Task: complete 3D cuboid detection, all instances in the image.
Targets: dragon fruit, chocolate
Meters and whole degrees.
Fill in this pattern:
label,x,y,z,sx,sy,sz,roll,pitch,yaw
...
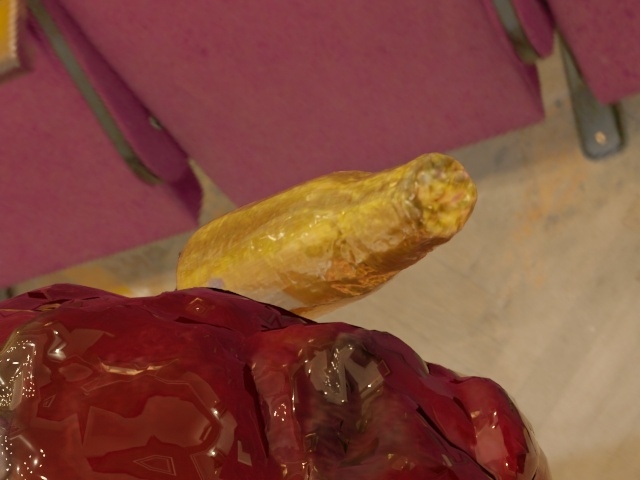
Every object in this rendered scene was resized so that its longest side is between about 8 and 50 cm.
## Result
label,x,y,z,sx,sy,sz,roll,pitch,yaw
dragon fruit,-0.055,0.161,0.403,0.329,0.329,0.329,-11,66,25
chocolate,0.000,0.000,0.652,0.219,0.086,0.085,-26,54,57
